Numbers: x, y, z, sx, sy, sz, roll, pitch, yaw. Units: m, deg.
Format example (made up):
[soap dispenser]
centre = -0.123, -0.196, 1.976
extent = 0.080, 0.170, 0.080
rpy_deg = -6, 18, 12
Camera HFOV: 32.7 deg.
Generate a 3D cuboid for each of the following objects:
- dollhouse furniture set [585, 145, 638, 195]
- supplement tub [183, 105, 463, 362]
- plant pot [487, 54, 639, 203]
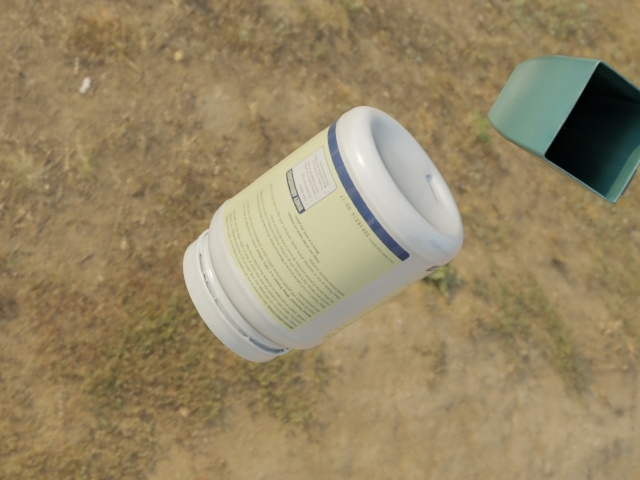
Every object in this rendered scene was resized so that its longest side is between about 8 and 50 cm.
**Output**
[dollhouse furniture set]
centre = 0.500, -0.142, 1.741
extent = 0.076, 0.058, 0.152
rpy_deg = 30, 90, -25
[supplement tub]
centre = 0.000, 0.000, 1.459
extent = 0.235, 0.325, 0.235
rpy_deg = 43, 26, -27
[plant pot]
centre = 0.384, -0.192, 1.722
extent = 0.165, 0.165, 0.234
rpy_deg = 28, 5, -28
